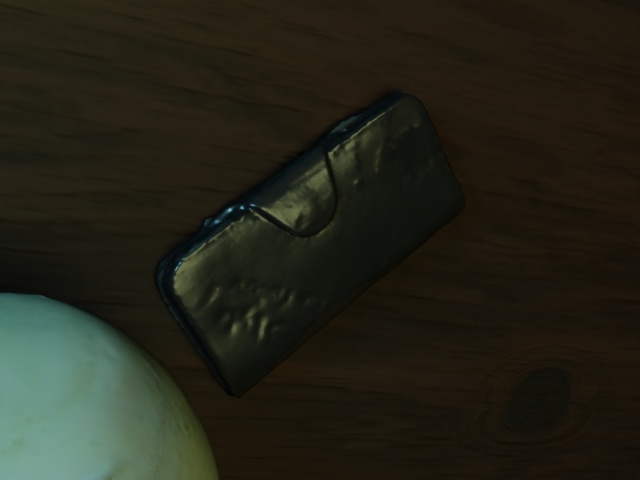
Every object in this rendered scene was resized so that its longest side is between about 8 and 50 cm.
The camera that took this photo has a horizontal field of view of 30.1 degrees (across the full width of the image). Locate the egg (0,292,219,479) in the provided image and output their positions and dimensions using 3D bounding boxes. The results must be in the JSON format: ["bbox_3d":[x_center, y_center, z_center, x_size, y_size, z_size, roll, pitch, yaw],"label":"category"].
[{"bbox_3d":[-0.217,0.202,0.918,0.283,0.283,0.345,-41,136,-13],"label":"egg"}]

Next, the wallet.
[{"bbox_3d":[0.000,0.000,1.125,0.309,0.042,0.165,-37,124,-16],"label":"wallet"}]
